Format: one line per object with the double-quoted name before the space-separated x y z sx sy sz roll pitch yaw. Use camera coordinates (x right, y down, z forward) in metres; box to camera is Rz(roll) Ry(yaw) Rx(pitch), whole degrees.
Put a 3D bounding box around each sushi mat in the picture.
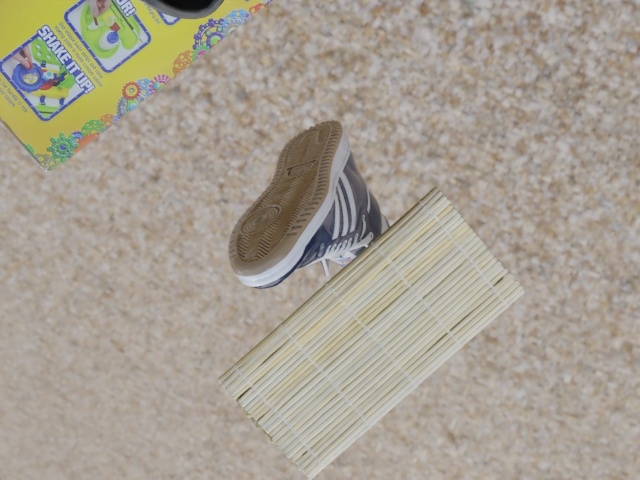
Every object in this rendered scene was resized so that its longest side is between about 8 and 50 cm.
"sushi mat" 0.053 0.102 1.137 0.151 0.316 0.019 47 -174 -11

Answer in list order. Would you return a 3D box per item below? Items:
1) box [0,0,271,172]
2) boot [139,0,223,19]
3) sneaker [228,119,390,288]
"box" -0.237 -0.258 1.023 0.177 0.279 0.290 55 173 -37
"boot" -0.161 -0.205 0.590 0.247 0.161 0.083 15 122 -9
"sneaker" 0.000 0.000 1.132 0.099 0.282 0.153 -14 118 24
